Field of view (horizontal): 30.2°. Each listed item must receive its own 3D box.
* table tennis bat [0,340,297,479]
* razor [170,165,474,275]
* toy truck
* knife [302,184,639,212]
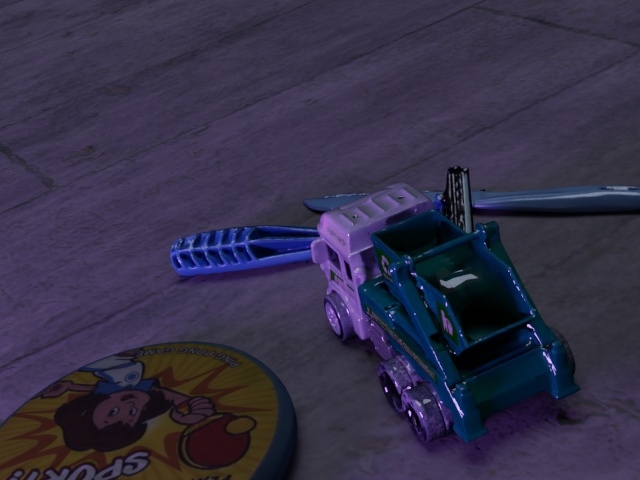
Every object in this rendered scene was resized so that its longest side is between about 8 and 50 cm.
[{"bbox_3d":[-0.123,0.158,0.733,0.215,0.044,0.329,-8,27,7],"label":"table tennis bat"},{"bbox_3d":[0.000,0.000,0.964,0.253,0.042,0.082,-8,70,12],"label":"razor"},{"bbox_3d":[0.074,0.034,0.791,0.110,0.116,0.216,-21,30,-15],"label":"toy truck"},{"bbox_3d":[0.125,-0.036,1.001,0.312,0.019,0.044,-1,23,22],"label":"knife"}]
